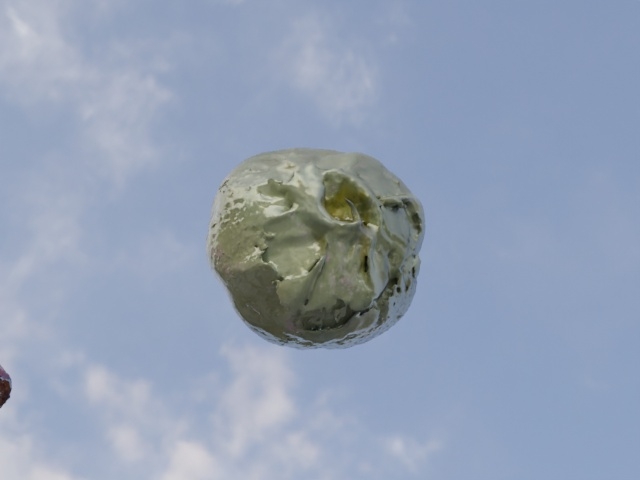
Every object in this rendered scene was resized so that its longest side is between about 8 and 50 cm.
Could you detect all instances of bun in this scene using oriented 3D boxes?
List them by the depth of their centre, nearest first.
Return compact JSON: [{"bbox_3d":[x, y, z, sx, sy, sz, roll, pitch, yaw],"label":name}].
[{"bbox_3d":[0.000,0.000,1.402,0.239,0.239,0.141,24,-35,-8],"label":"bun"}]

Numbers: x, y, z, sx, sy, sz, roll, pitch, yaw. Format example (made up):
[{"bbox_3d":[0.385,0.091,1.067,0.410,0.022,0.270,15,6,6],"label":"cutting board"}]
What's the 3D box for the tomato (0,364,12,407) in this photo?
[{"bbox_3d":[-0.475,0.173,1.645,0.189,0.099,0.173,-38,-31,21],"label":"tomato"}]
